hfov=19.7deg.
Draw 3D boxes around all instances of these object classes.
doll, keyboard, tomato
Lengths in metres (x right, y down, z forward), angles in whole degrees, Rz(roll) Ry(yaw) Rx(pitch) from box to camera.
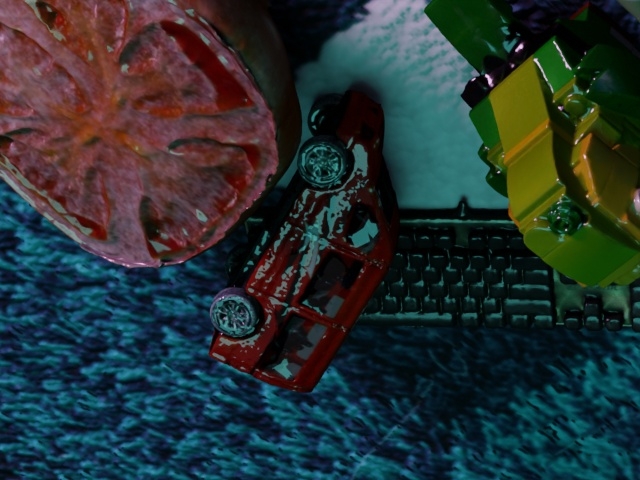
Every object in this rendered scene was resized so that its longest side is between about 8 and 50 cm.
[{"bbox_3d":[0.142,-0.059,1.068,0.134,0.186,0.106,17,136,-38],"label":"doll"},{"bbox_3d":[0.105,0.019,1.231,0.317,0.027,0.106,1,129,14],"label":"keyboard"},{"bbox_3d":[-0.111,-0.097,1.134,0.236,0.095,0.237,15,133,17],"label":"tomato"}]

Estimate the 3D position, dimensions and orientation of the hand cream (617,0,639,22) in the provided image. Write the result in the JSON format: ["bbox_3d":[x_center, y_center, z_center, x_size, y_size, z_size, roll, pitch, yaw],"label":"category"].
[{"bbox_3d":[0.199,-0.155,1.055,0.235,0.055,0.086,37,131,-25],"label":"hand cream"}]

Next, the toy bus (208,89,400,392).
[{"bbox_3d":[0.000,0.000,1.182,0.089,0.081,0.195,27,115,-7],"label":"toy bus"}]
